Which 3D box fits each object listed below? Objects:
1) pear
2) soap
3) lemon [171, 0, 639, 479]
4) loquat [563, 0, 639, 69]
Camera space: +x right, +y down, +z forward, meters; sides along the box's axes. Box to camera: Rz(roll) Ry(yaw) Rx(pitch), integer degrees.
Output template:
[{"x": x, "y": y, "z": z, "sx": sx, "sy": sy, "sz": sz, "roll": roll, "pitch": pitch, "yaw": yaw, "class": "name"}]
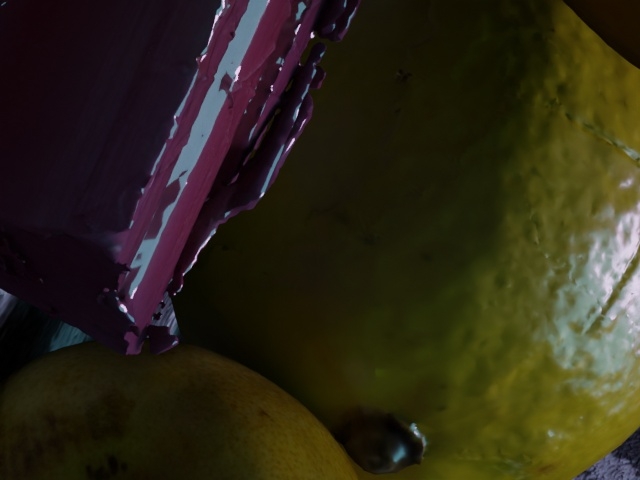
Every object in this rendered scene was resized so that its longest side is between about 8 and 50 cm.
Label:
[{"x": -0.076, "y": 0.151, "z": 0.864, "sx": 0.209, "sy": 0.209, "sz": 0.209, "roll": -63, "pitch": 172, "yaw": -15, "class": "pear"}, {"x": -0.048, "y": -0.085, "z": 0.689, "sx": 0.162, "sy": 0.099, "sz": 0.250, "roll": -10, "pitch": 124, "yaw": -81, "class": "soap"}, {"x": 0.061, "y": -0.015, "z": 0.992, "sx": 0.297, "sy": 0.297, "sz": 0.297, "roll": -63, "pitch": 172, "yaw": -15, "class": "lemon"}, {"x": 0.208, "y": -0.203, "z": 0.754, "sx": 0.328, "sy": 0.328, "sz": 0.328, "roll": -63, "pitch": 172, "yaw": -15, "class": "loquat"}]
